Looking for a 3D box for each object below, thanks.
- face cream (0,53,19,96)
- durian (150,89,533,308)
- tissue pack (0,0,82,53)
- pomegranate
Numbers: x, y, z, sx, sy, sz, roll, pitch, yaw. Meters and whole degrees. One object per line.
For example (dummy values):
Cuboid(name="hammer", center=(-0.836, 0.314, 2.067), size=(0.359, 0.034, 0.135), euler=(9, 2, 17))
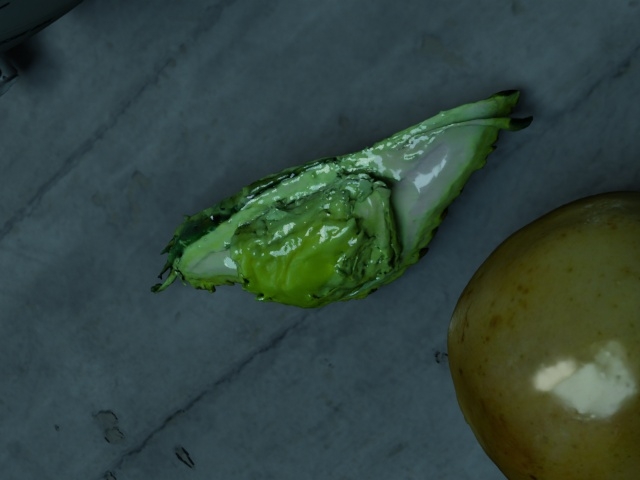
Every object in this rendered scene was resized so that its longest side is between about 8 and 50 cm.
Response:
Cuboid(name="face cream", center=(-0.365, -0.256, 1.225), size=(0.105, 0.105, 0.348), euler=(-35, 96, 34))
Cuboid(name="durian", center=(0.000, -0.006, 1.167), size=(0.375, 0.132, 0.106), euler=(-25, 76, 28))
Cuboid(name="tissue pack", center=(-0.259, -0.244, 1.041), size=(0.236, 0.333, 0.229), euler=(-36, 94, 34))
Cuboid(name="pomegranate", center=(0.194, 0.080, 1.049), size=(0.233, 0.233, 0.233), euler=(11, 117, 21))
